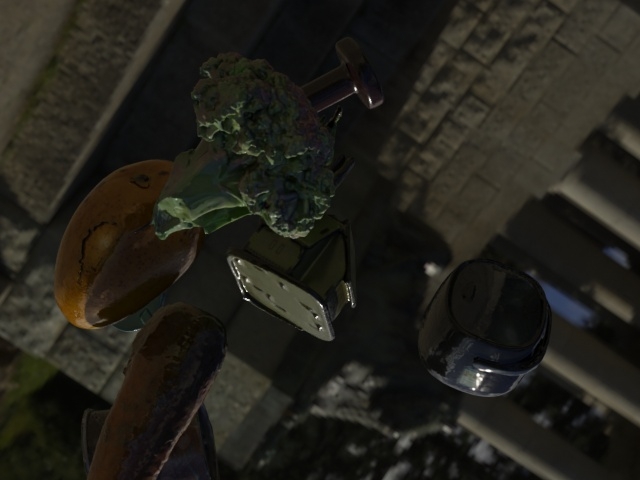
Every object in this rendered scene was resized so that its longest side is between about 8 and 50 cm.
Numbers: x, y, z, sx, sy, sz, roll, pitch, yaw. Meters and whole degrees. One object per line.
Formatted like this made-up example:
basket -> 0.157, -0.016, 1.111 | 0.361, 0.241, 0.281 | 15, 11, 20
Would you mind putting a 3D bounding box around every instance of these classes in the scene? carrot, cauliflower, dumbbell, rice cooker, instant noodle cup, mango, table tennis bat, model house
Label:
carrot -> -0.242, 0.240, 1.806 | 0.139, 0.138, 0.302 | 152, -41, -79
cauliflower -> -0.114, -0.099, 1.575 | 0.315, 0.256, 0.239 | -38, -170, -8
dumbbell -> -0.007, -0.260, 2.170 | 0.225, 0.124, 0.140 | -28, -142, -2
rice cooker -> 0.334, 0.185, 2.469 | 0.267, 0.267, 0.224 | -60, 172, -38
instant noodle cup -> -0.295, 0.382, 2.134 | 0.207, 0.217, 0.217 | -13, -173, 0
mango -> -0.283, 0.014, 1.722 | 0.290, 0.160, 0.191 | -53, 162, 18
table tennis bat -> -0.334, 0.125, 2.258 | 0.149, 0.237, 0.038 | -45, 159, 14
model house -> 0.000, 0.000, 2.116 | 0.279, 0.204, 0.218 | -55, 160, -20
